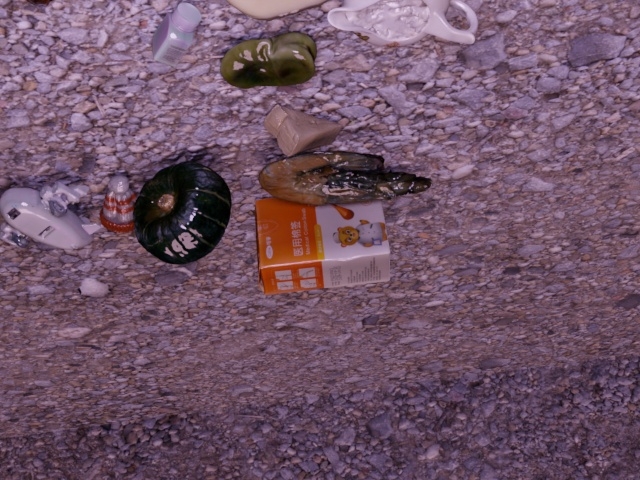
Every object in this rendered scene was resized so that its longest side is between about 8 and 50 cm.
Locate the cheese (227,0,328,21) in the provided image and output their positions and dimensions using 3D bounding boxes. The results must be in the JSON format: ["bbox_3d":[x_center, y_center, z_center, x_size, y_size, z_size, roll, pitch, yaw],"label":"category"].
[{"bbox_3d":[-0.071,-0.506,1.457,0.266,0.127,0.233,-15,144,11],"label":"cheese"}]

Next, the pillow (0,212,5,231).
[{"bbox_3d":[-0.821,-0.062,2.129,0.232,0.038,0.130,17,138,-34],"label":"pillow"}]

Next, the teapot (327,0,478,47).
[{"bbox_3d":[0.155,-0.443,1.580,0.298,0.139,0.204,1,145,-10],"label":"teapot"}]

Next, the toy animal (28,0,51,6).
[{"bbox_3d":[-0.541,-0.474,1.481,0.188,0.089,0.179,3,162,-24],"label":"toy animal"}]

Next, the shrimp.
[{"bbox_3d":[0.073,-0.160,2.043,0.445,0.085,0.272,2,160,-14],"label":"shrimp"}]

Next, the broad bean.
[{"bbox_3d":[-0.102,-0.367,1.740,0.206,0.072,0.153,-8,148,26],"label":"broad bean"}]

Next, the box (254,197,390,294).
[{"bbox_3d":[0.000,0.000,2.184,0.341,0.225,0.143,-7,146,0],"label":"box"}]

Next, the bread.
[{"bbox_3d":[-0.039,-0.266,1.941,0.152,0.105,0.077,-22,163,-41],"label":"bread"}]

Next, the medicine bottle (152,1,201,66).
[{"bbox_3d":[-0.280,-0.404,1.631,0.055,0.074,0.118,16,141,-29],"label":"medicine bottle"}]

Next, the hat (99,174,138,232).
[{"bbox_3d":[-0.498,-0.101,2.095,0.112,0.093,0.162,-7,131,-17],"label":"hat"}]

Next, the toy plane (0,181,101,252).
[{"bbox_3d":[-0.674,-0.055,2.083,0.267,0.123,0.267,-11,142,-8],"label":"toy plane"}]

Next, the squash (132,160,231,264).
[{"bbox_3d":[-0.330,-0.064,2.004,0.252,0.252,0.165,-22,139,24],"label":"squash"}]
